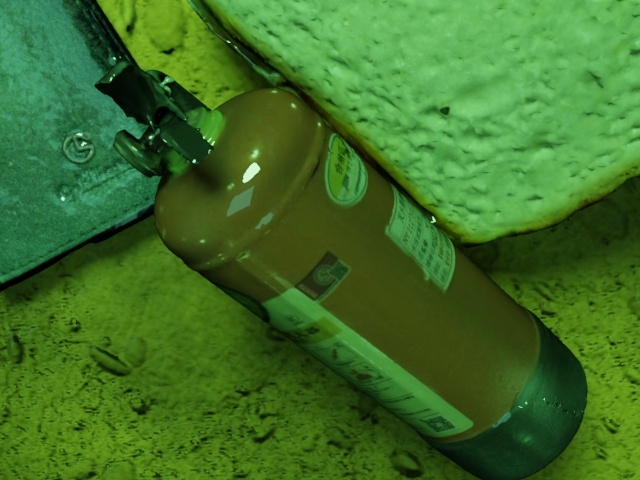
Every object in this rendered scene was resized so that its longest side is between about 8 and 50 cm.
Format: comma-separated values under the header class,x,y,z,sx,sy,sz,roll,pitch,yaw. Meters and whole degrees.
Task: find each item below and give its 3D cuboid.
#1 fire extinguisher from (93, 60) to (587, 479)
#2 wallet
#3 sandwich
class,x,y,z,sx,sy,sz,roll,pitch,yaw
fire extinguisher,-0.005,0.009,0.589,0.376,0.200,0.113,40,75,-28
wallet,-0.249,-0.155,0.613,0.190,0.046,0.379,-26,108,14
sandwich,0.085,-0.146,0.522,0.301,0.099,0.271,40,138,-17
